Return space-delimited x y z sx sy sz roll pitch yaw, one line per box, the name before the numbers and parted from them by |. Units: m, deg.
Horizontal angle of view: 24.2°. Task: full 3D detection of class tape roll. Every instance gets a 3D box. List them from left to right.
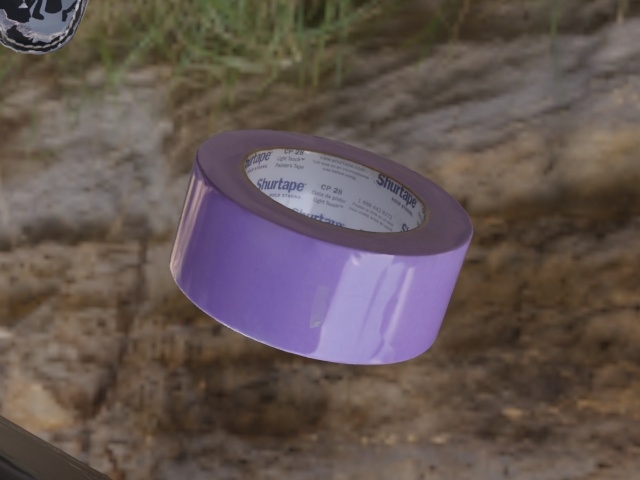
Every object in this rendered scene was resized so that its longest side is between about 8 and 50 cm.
tape roll | 0.000 0.000 0.984 0.189 0.080 0.189 14 -157 -6

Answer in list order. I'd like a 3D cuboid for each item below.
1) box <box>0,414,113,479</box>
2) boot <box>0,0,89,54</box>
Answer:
box | -0.069 0.188 0.420 0.395 0.212 0.293 18 163 47
boot | -0.199 -0.272 1.113 0.138 0.377 0.284 2 -149 -20
